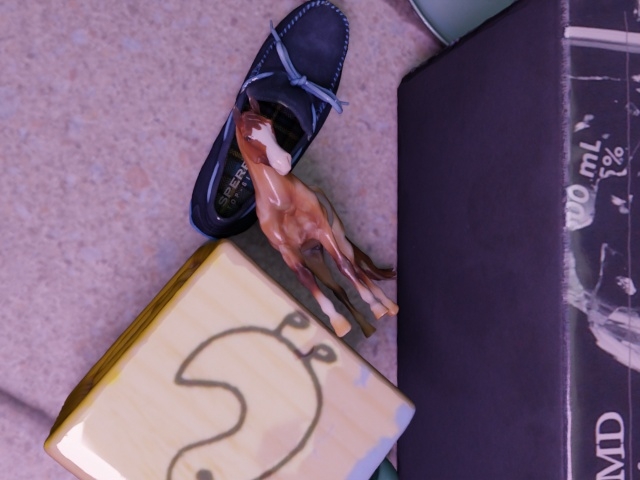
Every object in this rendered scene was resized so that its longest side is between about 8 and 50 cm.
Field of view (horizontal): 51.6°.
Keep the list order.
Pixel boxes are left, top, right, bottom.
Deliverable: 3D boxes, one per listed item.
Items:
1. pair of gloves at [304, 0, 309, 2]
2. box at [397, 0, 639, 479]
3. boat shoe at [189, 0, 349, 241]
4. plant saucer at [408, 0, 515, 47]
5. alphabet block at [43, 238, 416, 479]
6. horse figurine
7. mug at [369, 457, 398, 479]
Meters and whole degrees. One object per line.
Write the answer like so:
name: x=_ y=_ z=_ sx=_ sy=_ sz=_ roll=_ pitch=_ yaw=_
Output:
pair of gloves: x=-0.062 y=-0.365 z=0.647 sx=0.240 sy=0.042 sz=0.204 roll=23 pitch=85 yaw=-10
box: x=0.336 y=0.067 z=0.614 sx=0.472 sy=0.297 sz=0.479 roll=1 pitch=87 yaw=-15
boat shoe: x=-0.032 y=-0.113 z=0.621 sx=0.109 sy=0.089 sz=0.258 roll=23 pitch=82 yaw=-15
plant saucer: x=0.211 y=-0.328 z=0.729 sx=0.318 sy=0.044 sz=0.317 roll=1 pitch=87 yaw=-16
alphabet block: x=-0.077 y=0.133 z=0.544 sx=0.197 sy=0.193 sz=0.192 roll=41 pitch=76 yaw=-11
horse figurine: x=0.000 y=0.000 z=0.568 sx=0.066 sy=0.263 sz=0.174 roll=-36 pitch=77 yaw=6
mug: x=0.005 y=0.276 z=0.610 sx=0.129 sy=0.097 sz=0.157 roll=13 pitch=84 yaw=-16
